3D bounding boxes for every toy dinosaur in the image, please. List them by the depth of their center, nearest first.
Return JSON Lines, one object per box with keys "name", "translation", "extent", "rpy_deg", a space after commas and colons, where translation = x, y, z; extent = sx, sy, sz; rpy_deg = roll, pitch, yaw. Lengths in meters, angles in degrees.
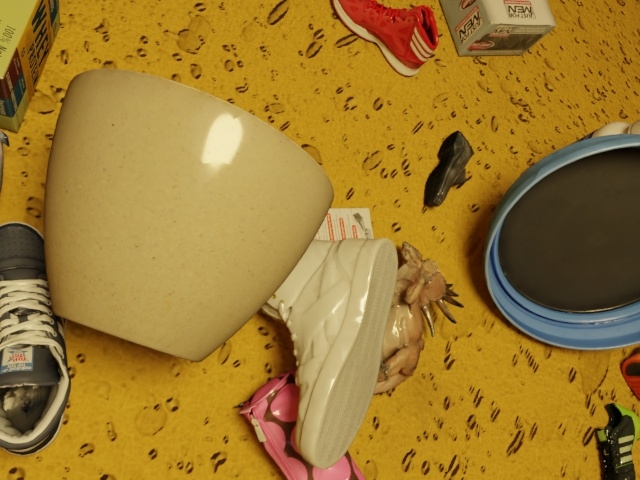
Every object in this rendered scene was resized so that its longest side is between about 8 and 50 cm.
{"name": "toy dinosaur", "translation": [0.121, 0.134, 0.804], "extent": [0.200, 0.127, 0.296], "rpy_deg": [37, 72, -54]}

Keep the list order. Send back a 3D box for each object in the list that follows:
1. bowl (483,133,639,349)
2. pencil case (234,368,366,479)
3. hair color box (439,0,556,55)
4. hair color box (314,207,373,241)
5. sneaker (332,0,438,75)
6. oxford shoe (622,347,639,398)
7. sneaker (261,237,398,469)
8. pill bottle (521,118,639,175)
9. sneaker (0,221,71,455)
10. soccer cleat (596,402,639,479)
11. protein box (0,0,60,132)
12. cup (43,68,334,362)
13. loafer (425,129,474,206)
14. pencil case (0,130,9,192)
{"name": "bowl", "translation": [0.464, 0.010, 0.868], "extent": [0.391, 0.391, 0.077], "rpy_deg": [30, 31, -12]}
{"name": "pencil case", "translation": [-0.021, 0.284, 0.713], "extent": [0.209, 0.095, 0.098], "rpy_deg": [54, 27, 3]}
{"name": "hair color box", "translation": [0.339, -0.588, 1.135], "extent": [0.185, 0.113, 0.375], "rpy_deg": [-10, 77, -25]}
{"name": "hair color box", "translation": [0.000, 0.000, 0.833], "extent": [0.167, 0.053, 0.093], "rpy_deg": [-2, 75, -22]}
{"name": "sneaker", "translation": [0.132, -0.420, 0.982], "extent": [0.221, 0.128, 0.087], "rpy_deg": [38, 62, -10]}
{"name": "oxford shoe", "translation": [0.691, 0.321, 1.007], "extent": [0.098, 0.097, 0.271], "rpy_deg": [-26, 85, -34]}
{"name": "sneaker", "translation": [-0.011, 0.131, 0.701], "extent": [0.108, 0.169, 0.293], "rpy_deg": [45, 56, -49]}
{"name": "pill bottle", "translation": [0.511, -0.121, 0.968], "extent": [0.152, 0.272, 0.152], "rpy_deg": [7, 70, -21]}
{"name": "sneaker", "translation": [-0.337, 0.097, 0.599], "extent": [0.099, 0.153, 0.282], "rpy_deg": [-6, 76, -25]}
{"name": "soccer cleat", "translation": [0.520, 0.375, 0.939], "extent": [0.072, 0.060, 0.179], "rpy_deg": [32, 57, 0]}
{"name": "protein box", "translation": [-0.467, -0.281, 0.674], "extent": [0.201, 0.136, 0.200], "rpy_deg": [16, 67, -18]}
{"name": "cup", "translation": [-0.176, 0.003, 0.620], "extent": [0.331, 0.331, 0.237], "rpy_deg": [23, 75, -15]}
{"name": "loafer", "translation": [0.243, -0.125, 0.975], "extent": [0.061, 0.062, 0.170], "rpy_deg": [35, 64, -15]}
{"name": "pencil case", "translation": [-0.511, -0.086, 0.601], "extent": [0.273, 0.124, 0.114], "rpy_deg": [0, 74, -22]}
